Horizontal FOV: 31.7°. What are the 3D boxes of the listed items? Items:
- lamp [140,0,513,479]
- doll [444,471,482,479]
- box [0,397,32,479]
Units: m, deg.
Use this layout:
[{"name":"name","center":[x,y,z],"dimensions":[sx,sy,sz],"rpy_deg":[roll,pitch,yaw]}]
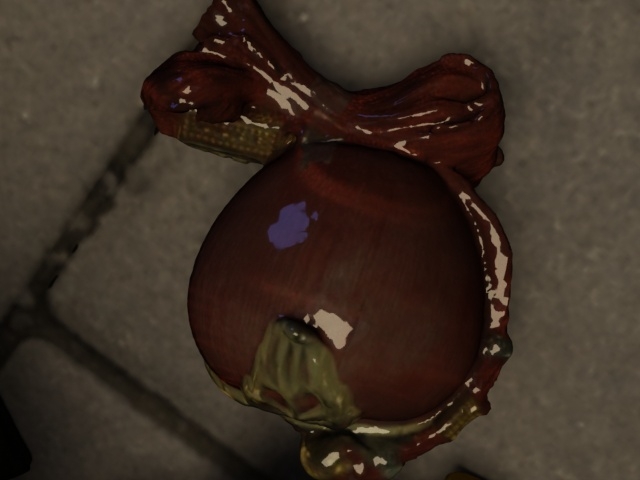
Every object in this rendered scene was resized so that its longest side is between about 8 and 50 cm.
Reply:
[{"name":"lamp","center":[-0.002,0.006,0.588],"dimensions":[0.215,0.151,0.223],"rpy_deg":[14,64,-1]},{"name":"doll","center":[0.057,0.195,0.668],"dimensions":[0.084,0.073,0.127],"rpy_deg":[38,107,31]},{"name":"box","center":[-0.395,0.113,0.635],"dimensions":[0.345,0.204,0.251],"rpy_deg":[-20,102,13]}]
